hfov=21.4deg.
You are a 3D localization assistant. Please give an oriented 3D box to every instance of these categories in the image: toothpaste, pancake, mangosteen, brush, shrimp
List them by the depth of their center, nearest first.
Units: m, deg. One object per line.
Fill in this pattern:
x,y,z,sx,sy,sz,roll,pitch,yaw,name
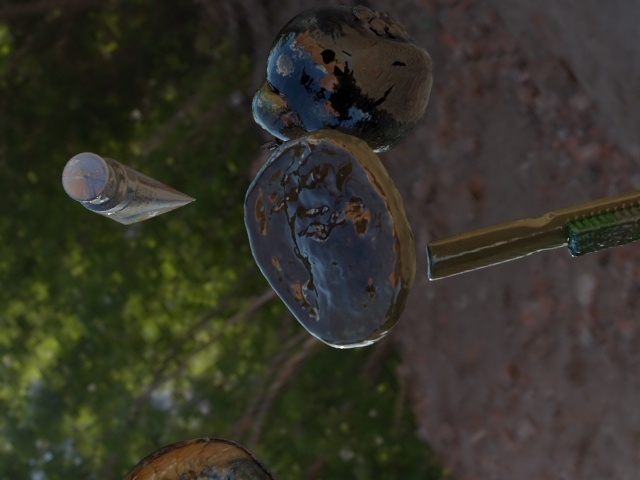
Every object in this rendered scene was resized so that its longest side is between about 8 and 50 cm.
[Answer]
0.000,0.000,1.817,0.050,0.242,0.242,-18,-113,-47,pancake
-0.209,-0.047,1.829,0.234,0.089,0.057,32,-139,-73,toothpaste
0.256,-0.002,1.897,0.048,0.282,0.054,-112,12,-49,brush
-0.134,0.322,1.962,0.290,0.222,0.054,24,133,42,shrimp
0.024,-0.189,2.173,0.243,0.243,0.243,55,-179,-1,mangosteen
